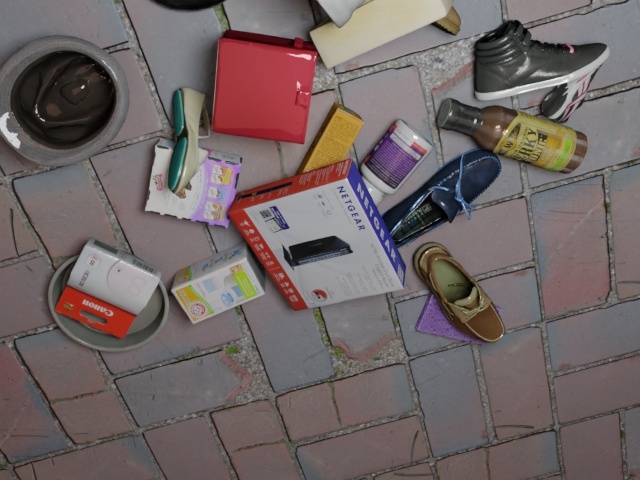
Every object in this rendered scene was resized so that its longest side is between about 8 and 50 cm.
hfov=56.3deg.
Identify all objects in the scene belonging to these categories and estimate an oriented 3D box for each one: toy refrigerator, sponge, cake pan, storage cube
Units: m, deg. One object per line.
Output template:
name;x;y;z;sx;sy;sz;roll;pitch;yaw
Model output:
toy refrigerator;0.119;-0.453;1.203;0.269;0.102;0.094;-14;119;32
sponge;0.377;0.212;1.632;0.210;0.031;0.117;13;112;-10
cake pan;-0.528;0.147;1.512;0.293;0.054;0.293;-2;115;-4
storage cube;-0.118;-0.324;1.256;0.193;0.184;0.215;7;114;-7

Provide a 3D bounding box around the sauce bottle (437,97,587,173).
sauce bottle;0.439;-0.245;1.382;0.344;0.111;0.112;13;113;-10

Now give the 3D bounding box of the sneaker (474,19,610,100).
sneaker;0.473;-0.415;1.299;0.295;0.105;0.147;-14;120;11

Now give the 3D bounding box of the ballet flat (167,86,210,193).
ballet flat;-0.279;-0.216;1.298;0.086;0.086;0.249;1;76;-5

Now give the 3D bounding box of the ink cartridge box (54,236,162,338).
ink cartridge box;-0.518;0.130;1.446;0.189;0.066;0.232;27;106;-17

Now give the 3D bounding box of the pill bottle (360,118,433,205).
pill bottle;0.161;-0.176;1.391;0.108;0.108;0.193;34;107;-18

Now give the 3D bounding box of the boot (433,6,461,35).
boot;0.266;-0.593;1.217;0.236;0.089;0.270;31;107;-18

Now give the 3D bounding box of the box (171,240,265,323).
box;-0.250;0.104;1.488;0.203;0.103;0.114;-23;114;6

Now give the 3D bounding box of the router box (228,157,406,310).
router box;0.000;0.000;1.396;0.301;0.082;0.336;-15;125;25

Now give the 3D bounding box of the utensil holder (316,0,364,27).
utensil holder;0.075;-0.629;1.036;0.385;0.328;0.327;-39;112;12

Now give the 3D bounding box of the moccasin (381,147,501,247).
moccasin;0.296;-0.081;1.440;0.342;0.117;0.138;-40;112;14

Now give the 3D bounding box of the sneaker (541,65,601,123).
sneaker;0.585;-0.350;1.379;0.077;0.072;0.178;24;111;-40

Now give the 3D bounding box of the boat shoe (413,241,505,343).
boat shoe;0.359;0.147;1.526;0.122;0.120;0.324;-43;104;3

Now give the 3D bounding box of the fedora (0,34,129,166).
fedora;-0.537;-0.300;1.264;0.275;0.124;0.244;-43;114;5

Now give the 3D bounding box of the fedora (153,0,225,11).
fedora;-0.272;-0.606;1.129;0.333;0.152;0.334;-2;115;-4

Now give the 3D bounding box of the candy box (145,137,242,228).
candy box;-0.294;-0.132;1.393;0.196;0.070;0.165;12;114;-11

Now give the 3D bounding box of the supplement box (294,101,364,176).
supplement box;0.012;-0.196;1.386;0.080;0.078;0.234;22;112;-14
